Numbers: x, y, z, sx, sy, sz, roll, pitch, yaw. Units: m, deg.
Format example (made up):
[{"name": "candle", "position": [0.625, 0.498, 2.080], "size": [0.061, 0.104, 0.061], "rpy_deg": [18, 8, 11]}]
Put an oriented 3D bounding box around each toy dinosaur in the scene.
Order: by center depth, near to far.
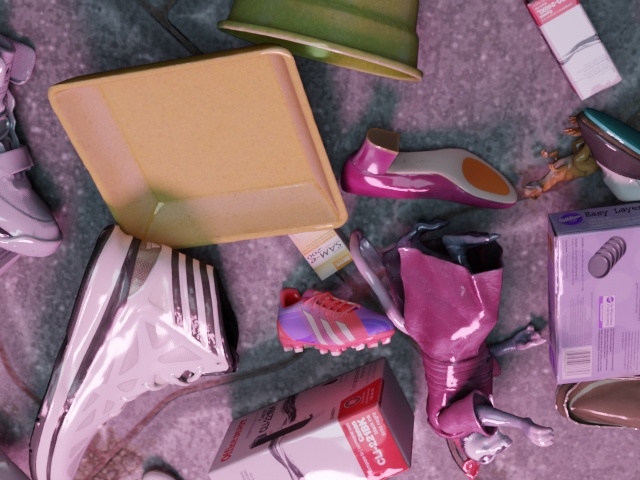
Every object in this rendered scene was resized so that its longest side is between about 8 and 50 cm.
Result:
[{"name": "toy dinosaur", "position": [0.377, -0.115, 1.672], "size": [0.212, 0.064, 0.112], "rpy_deg": [-14, 115, -3]}]

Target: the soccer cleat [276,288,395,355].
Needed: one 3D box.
[{"name": "soccer cleat", "position": [0.013, 0.110, 1.687], "size": [0.083, 0.248, 0.095], "rpy_deg": [-9, 90, -32]}]

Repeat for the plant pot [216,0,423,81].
[{"name": "plant pot", "position": [0.029, -0.362, 1.542], "size": [0.276, 0.276, 0.253], "rpy_deg": [14, 95, 2]}]

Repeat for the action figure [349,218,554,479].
[{"name": "action figure", "position": [0.182, 0.166, 1.663], "size": [0.276, 0.248, 0.370], "rpy_deg": [-3, 103, 8]}]

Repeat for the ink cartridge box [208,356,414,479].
[{"name": "ink cartridge box", "position": [-0.010, 0.299, 1.745], "size": [0.273, 0.197, 0.114], "rpy_deg": [-25, 100, 11]}]

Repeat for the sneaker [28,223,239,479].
[{"name": "sneaker", "position": [-0.266, 0.212, 1.763], "size": [0.258, 0.169, 0.447], "rpy_deg": [19, 115, -8]}]

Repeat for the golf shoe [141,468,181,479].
[{"name": "golf shoe", "position": [-0.228, 0.445, 1.867], "size": [0.067, 0.086, 0.186], "rpy_deg": [-24, 100, 13]}]

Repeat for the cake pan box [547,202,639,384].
[{"name": "cake pan box", "position": [0.438, 0.074, 1.633], "size": [0.246, 0.070, 0.266], "rpy_deg": [-7, 121, 3]}]

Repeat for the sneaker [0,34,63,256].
[{"name": "sneaker", "position": [-0.465, -0.157, 1.693], "size": [0.210, 0.137, 0.366], "rpy_deg": [-42, 95, 18]}]

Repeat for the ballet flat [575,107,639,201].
[{"name": "ballet flat", "position": [0.451, -0.091, 1.614], "size": [0.280, 0.095, 0.096], "rpy_deg": [18, 118, -18]}]

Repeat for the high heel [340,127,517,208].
[{"name": "high heel", "position": [0.153, -0.075, 1.701], "size": [0.244, 0.082, 0.117], "rpy_deg": [15, 139, -13]}]

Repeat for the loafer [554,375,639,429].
[{"name": "loafer", "position": [0.463, 0.226, 1.706], "size": [0.251, 0.087, 0.094], "rpy_deg": [-5, 105, 7]}]

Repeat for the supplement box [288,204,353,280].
[{"name": "supplement box", "position": [0.000, 0.000, 1.743], "size": [0.062, 0.036, 0.098], "rpy_deg": [-35, 100, 14]}]

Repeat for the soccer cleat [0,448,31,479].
[{"name": "soccer cleat", "position": [-0.559, 0.311, 1.818], "size": [0.331, 0.116, 0.143], "rpy_deg": [23, 101, 16]}]

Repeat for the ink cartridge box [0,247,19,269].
[{"name": "ink cartridge box", "position": [-0.606, -0.004, 1.720], "size": [0.198, 0.197, 0.270], "rpy_deg": [-42, 97, 14]}]

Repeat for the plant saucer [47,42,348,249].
[{"name": "plant saucer", "position": [-0.155, -0.135, 1.633], "size": [0.333, 0.081, 0.332], "rpy_deg": [-7, 136, 13]}]

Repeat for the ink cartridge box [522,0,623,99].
[{"name": "ink cartridge box", "position": [0.336, -0.270, 1.594], "size": [0.063, 0.109, 0.150], "rpy_deg": [-29, 101, 12]}]
